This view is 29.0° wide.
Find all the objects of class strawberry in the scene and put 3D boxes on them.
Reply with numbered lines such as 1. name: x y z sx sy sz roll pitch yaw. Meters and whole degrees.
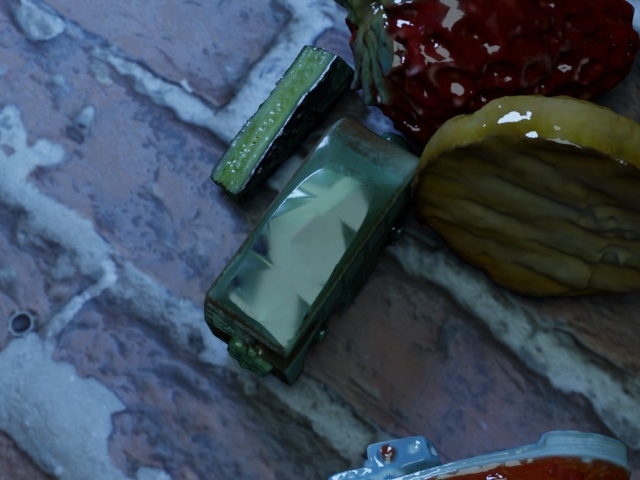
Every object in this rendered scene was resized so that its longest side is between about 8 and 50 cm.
1. strawberry: 0.205 -0.259 1.399 0.345 0.295 0.317 -4 33 -14

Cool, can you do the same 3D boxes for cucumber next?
1. cucumber: -0.042 -0.132 1.478 0.078 0.062 0.211 26 78 48

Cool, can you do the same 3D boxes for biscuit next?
1. biscuit: 0.245 -0.046 1.298 0.296 0.296 0.102 16 60 10

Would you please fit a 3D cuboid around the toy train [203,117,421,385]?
1. toy train: 0.000 0.000 1.373 0.129 0.159 0.326 33 75 12

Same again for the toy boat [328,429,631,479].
1. toy boat: 0.162 0.262 1.284 0.331 0.145 0.133 -10 42 0
